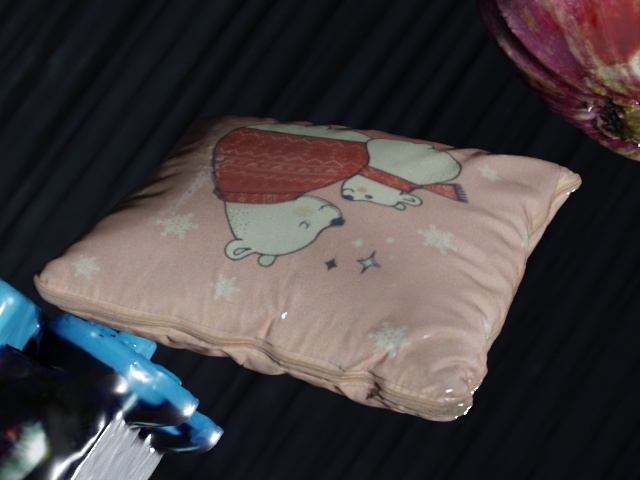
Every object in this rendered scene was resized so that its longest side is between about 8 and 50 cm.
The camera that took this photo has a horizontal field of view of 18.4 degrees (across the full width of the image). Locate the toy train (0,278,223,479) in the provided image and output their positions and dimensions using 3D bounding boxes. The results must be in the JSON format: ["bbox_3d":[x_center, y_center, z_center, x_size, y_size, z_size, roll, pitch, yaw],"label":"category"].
[{"bbox_3d":[-0.215,0.108,1.274,0.265,0.188,0.300,32,-8,8],"label":"toy train"}]

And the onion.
[{"bbox_3d":[0.252,-0.184,1.315,0.256,0.272,0.230,-4,-2,-41],"label":"onion"}]

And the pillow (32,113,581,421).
[{"bbox_3d":[0.000,0.000,1.030,0.236,0.223,0.084,13,-58,13],"label":"pillow"}]
